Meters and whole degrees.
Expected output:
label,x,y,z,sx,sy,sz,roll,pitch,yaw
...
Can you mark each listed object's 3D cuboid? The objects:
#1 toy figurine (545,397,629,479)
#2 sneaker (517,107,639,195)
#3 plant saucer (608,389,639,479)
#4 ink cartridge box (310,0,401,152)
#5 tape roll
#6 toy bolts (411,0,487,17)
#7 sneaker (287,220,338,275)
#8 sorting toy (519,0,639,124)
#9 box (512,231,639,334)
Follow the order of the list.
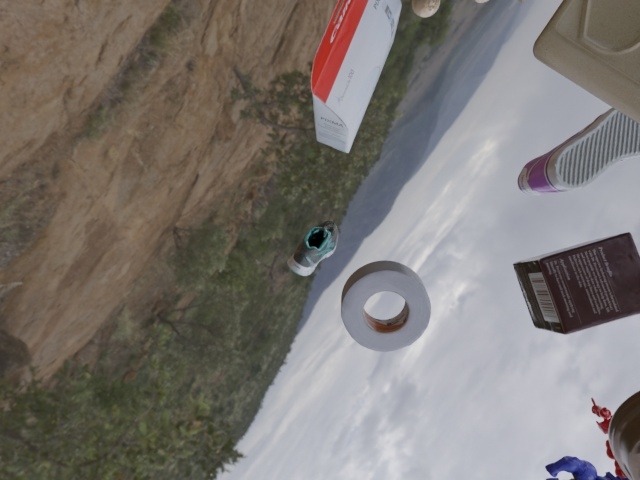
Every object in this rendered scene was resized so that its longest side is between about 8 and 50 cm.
label,x,y,z,sx,sy,sz,roll,pitch,yaw
toy figurine,0.539,0.526,0.921,0.217,0.362,0.191,-24,-178,9
sneaker,0.498,-0.170,0.875,0.282,0.102,0.161,-25,179,-9
plant saucer,0.464,0.249,0.489,0.041,0.278,0.278,-51,176,-43
ink cartridge box,0.081,-0.382,0.922,0.385,0.091,0.308,91,22,-83
tape roll,0.160,0.163,1.157,0.219,0.219,0.072,-54,-173,15
toy bolts,0.293,-0.536,0.950,0.158,0.229,0.218,81,2,-49
sneaker,0.000,0.000,0.909,0.166,0.065,0.076,-54,173,-51
sorting toy,0.345,-0.279,0.505,0.229,0.307,0.041,-58,180,19
box,0.574,0.096,1.032,0.203,0.168,0.167,-16,173,3
